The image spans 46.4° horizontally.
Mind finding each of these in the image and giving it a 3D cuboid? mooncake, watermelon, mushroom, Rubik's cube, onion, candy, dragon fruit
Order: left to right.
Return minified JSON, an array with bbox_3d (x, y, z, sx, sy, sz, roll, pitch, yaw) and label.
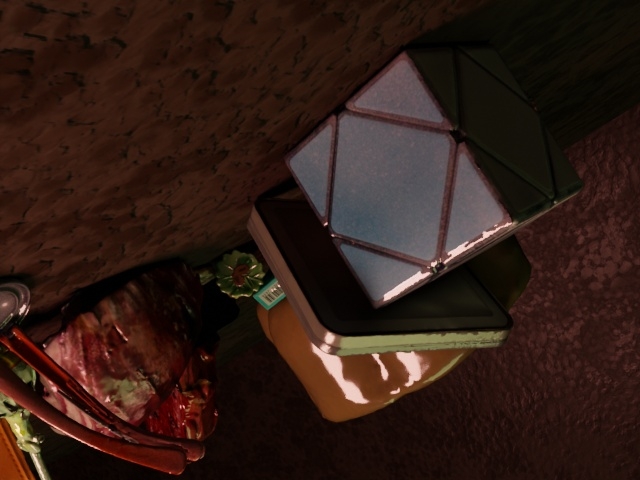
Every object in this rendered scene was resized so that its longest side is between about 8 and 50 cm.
[{"bbox_3d":[-0.355,0.251,0.903,0.083,0.305,0.091,-9,-155,6],"label":"candy"},{"bbox_3d":[-0.244,0.161,1.022,0.280,0.146,0.314,-35,161,-31],"label":"onion"},{"bbox_3d":[-0.204,0.125,1.269,0.121,0.097,0.158,-34,175,30],"label":"watermelon"},{"bbox_3d":[-0.261,0.305,1.629,0.228,0.286,0.329,-19,158,-38],"label":"dragon fruit"},{"bbox_3d":[-0.186,0.057,1.169,0.049,0.019,0.101,-30,171,1],"label":"mushroom"},{"bbox_3d":[0.116,0.086,1.298,0.467,0.262,0.467,-35,-173,5],"label":"mooncake"},{"bbox_3d":[0.127,-0.075,0.826,0.205,0.205,0.207,-37,168,37],"label":"Rubik's cube"}]

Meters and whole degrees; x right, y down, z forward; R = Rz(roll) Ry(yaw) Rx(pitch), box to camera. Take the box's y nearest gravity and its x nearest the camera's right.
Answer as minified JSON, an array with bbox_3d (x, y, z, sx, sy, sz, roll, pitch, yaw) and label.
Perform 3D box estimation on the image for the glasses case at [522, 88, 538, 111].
[{"bbox_3d":[0.303,-0.188,1.226,0.049,0.073,0.194,-37,174,-16],"label":"glasses case"}]

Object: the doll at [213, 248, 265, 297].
[{"bbox_3d":[-0.140,0.051,1.186,0.077,0.078,0.113,20,174,-20],"label":"doll"}]

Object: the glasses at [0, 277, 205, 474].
[{"bbox_3d":[-0.239,0.137,0.647,0.118,0.268,0.234,-48,174,-15],"label":"glasses"}]

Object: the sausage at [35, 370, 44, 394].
[{"bbox_3d":[-0.394,0.201,1.117,0.077,0.077,0.194,-35,170,28],"label":"sausage"}]

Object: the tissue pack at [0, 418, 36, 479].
[{"bbox_3d":[-0.526,0.320,0.948,0.275,0.194,0.145,-27,171,-29],"label":"tissue pack"}]

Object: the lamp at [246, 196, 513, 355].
[{"bbox_3d":[0.069,0.037,0.922,0.269,0.266,0.047,2,123,-28],"label":"lamp"}]

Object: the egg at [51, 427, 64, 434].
[{"bbox_3d":[-0.485,0.336,1.503,0.135,0.103,0.103,-28,172,-4],"label":"egg"}]

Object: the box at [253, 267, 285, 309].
[{"bbox_3d":[0.000,0.000,1.171,0.226,0.042,0.161,-39,-167,30],"label":"box"}]
